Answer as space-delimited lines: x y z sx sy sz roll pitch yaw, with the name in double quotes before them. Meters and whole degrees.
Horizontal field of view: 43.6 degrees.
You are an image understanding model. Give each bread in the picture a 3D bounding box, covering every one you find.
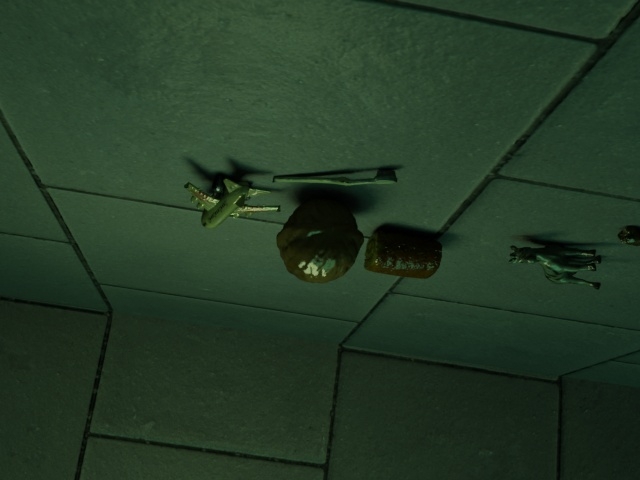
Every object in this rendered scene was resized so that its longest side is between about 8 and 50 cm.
"bread" 0.204 0.036 2.000 0.172 0.103 0.132 9 162 -10

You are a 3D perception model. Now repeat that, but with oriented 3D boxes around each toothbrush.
"toothbrush" 0.026 -0.128 1.691 0.294 0.028 0.026 -2 159 26

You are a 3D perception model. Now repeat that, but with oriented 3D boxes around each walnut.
"walnut" 0.000 0.000 1.827 0.213 0.213 0.213 6 162 2

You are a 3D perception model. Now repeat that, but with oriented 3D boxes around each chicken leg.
"chicken leg" 0.761 0.010 1.775 0.197 0.069 0.085 12 161 8

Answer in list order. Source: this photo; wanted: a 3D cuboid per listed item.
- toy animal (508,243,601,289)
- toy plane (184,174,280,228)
"toy animal" 0.590 0.051 1.944 0.170 0.090 0.255 -4 157 44
"toy plane" -0.214 -0.087 1.807 0.229 0.092 0.244 14 162 -28
